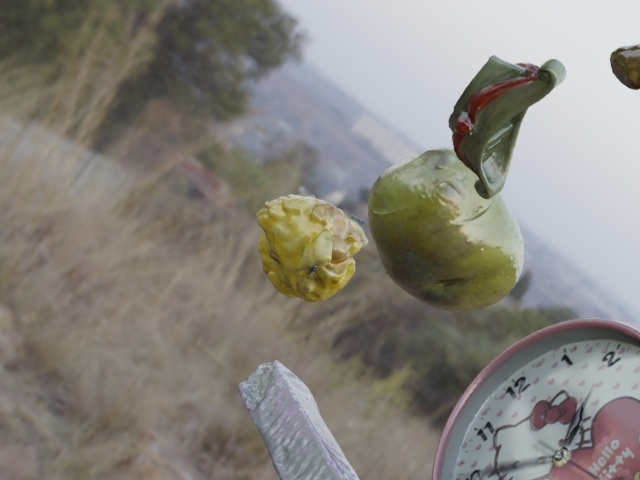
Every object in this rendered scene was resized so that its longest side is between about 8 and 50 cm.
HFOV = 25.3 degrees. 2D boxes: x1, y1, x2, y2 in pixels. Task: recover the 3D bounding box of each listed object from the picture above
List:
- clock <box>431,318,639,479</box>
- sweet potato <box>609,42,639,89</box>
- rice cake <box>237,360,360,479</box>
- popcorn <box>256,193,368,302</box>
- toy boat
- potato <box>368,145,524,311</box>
[{"bbox_3d":[0.190,0.168,1.101,0.056,0.244,0.244,40,3,-34],"label":"clock"},{"bbox_3d":[0.350,-0.115,0.882,0.346,0.108,0.079,16,-17,31],"label":"sweet potato"},{"bbox_3d":[-0.004,0.192,1.199,0.073,0.056,0.365,51,0,-23],"label":"rice cake"},{"bbox_3d":[0.000,0.000,1.042,0.084,0.084,0.084,38,4,-3],"label":"popcorn"},{"bbox_3d":[0.165,-0.115,1.312,0.071,0.089,0.185,43,-35,14],"label":"toy boat"},{"bbox_3d":[0.144,-0.009,1.625,0.169,0.143,0.248,1,-31,30],"label":"potato"}]
